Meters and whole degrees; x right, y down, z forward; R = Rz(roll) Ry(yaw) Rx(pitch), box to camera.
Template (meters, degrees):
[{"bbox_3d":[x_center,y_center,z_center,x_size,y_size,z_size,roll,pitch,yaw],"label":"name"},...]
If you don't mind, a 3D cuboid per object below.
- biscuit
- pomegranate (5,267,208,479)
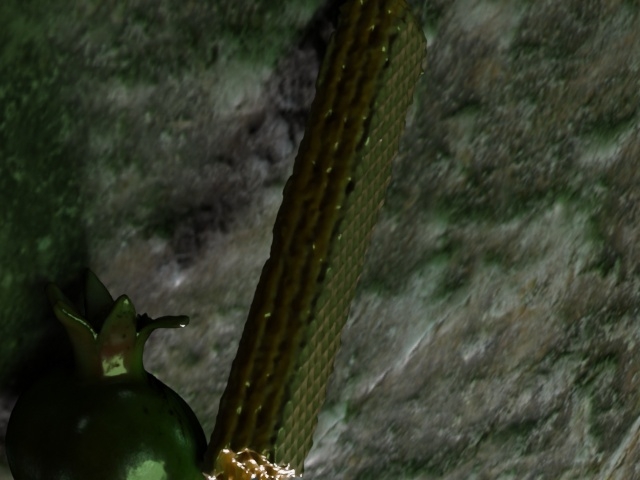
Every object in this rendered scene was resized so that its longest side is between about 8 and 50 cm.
[{"bbox_3d":[0.000,0.000,1.385,0.094,0.054,0.379,57,48,-67],"label":"biscuit"},{"bbox_3d":[-0.148,0.118,1.351,0.131,0.152,0.191,-12,106,-38],"label":"pomegranate"}]
